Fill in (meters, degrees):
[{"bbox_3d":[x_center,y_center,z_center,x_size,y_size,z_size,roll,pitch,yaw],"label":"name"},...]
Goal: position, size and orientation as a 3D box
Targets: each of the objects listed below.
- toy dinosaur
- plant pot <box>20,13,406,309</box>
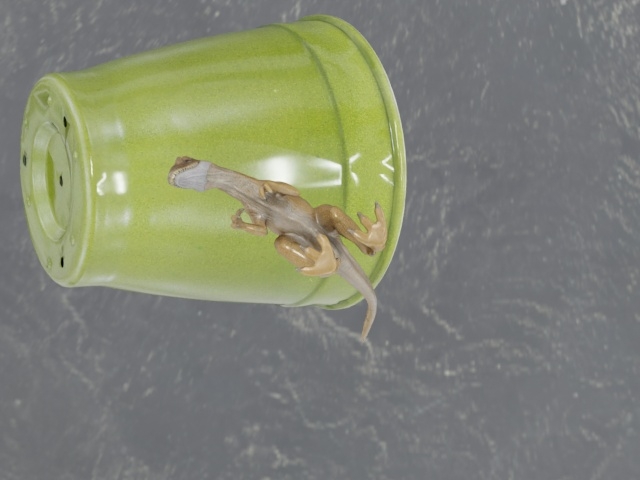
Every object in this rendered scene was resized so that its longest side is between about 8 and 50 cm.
[{"bbox_3d":[0.000,0.000,0.746,0.211,0.112,0.064,40,81,-27],"label":"toy dinosaur"},{"bbox_3d":[-0.148,-0.079,1.345,0.353,0.366,0.366,-6,127,-31],"label":"plant pot"}]
